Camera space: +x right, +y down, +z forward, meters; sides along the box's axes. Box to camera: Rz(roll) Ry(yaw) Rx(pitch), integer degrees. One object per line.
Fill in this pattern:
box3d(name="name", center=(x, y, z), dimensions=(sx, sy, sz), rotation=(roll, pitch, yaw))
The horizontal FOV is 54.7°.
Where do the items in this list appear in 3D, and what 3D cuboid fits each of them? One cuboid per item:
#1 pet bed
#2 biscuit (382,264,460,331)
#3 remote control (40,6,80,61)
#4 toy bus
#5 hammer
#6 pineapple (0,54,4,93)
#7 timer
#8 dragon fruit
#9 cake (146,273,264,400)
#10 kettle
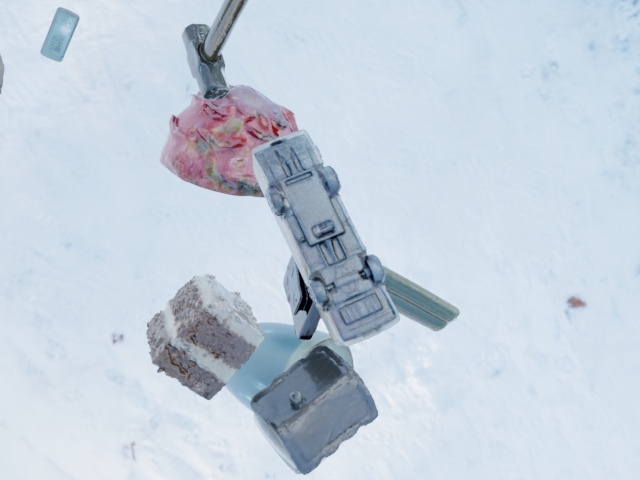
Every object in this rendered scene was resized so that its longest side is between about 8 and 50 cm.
box3d(name="pet bed", center=(-0.011, 0.326, 1.206), dimensions=(0.211, 0.183, 0.159), rotation=(-33, 161, -22))
box3d(name="biscuit", center=(0.157, 0.113, 1.362), dimensions=(0.323, 0.038, 0.099), rotation=(30, 134, -10))
box3d(name="remote control", center=(-0.593, -0.468, 1.408), dimensions=(0.053, 0.017, 0.124), rotation=(18, 119, -31))
box3d(name="toy bus", center=(0.000, 0.000, 0.759), dimensions=(0.092, 0.106, 0.268), rotation=(-24, 77, -11))
box3d(name="hammer", center=(-0.102, -0.316, 0.787), dimensions=(0.044, 0.365, 0.111), rotation=(-11, 77, -30))
box3d(name="pineapple", center=(-0.677, -0.244, 0.958), dimensions=(0.341, 0.169, 0.169), rotation=(-10, 115, 12))
box3d(name="timer", center=(-0.033, 0.085, 1.213), dimensions=(0.055, 0.187, 0.144), rotation=(11, 122, -20))
box3d(name="dragon fruit", center=(-0.212, -0.269, 1.584), dimensions=(0.371, 0.386, 0.248), rotation=(27, 117, 22))
box3d(name="cake", center=(-0.184, 0.150, 1.001), dimensions=(0.147, 0.134, 0.135), rotation=(-42, 122, 5))
box3d(name="kettle", center=(-0.115, 0.348, 1.554), dimensions=(0.247, 0.342, 0.319), rotation=(-44, 130, -38))
